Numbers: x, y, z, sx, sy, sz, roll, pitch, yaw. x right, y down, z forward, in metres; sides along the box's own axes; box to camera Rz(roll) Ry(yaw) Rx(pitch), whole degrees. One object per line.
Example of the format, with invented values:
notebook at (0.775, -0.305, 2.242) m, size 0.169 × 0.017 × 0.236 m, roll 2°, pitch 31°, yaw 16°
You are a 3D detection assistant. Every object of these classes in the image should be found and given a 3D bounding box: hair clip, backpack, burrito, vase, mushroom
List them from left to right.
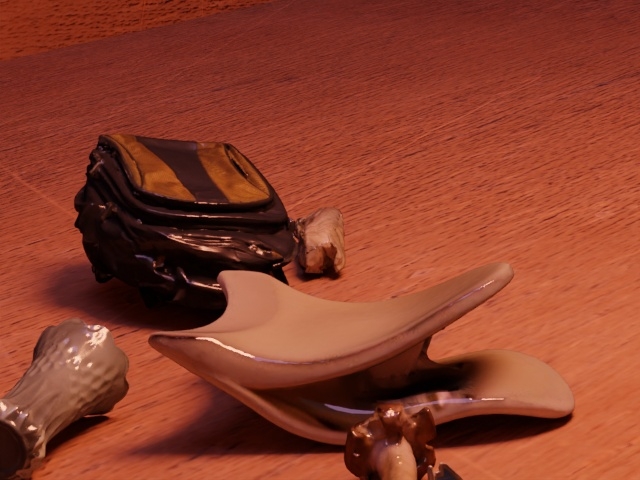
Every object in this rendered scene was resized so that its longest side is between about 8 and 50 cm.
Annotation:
vase at (-0.202, 0.120, 1.331) m, size 0.081 × 0.081 × 0.148 m, roll 0°, pitch 20°, yaw 18°
backpack at (-0.118, -0.005, 1.687) m, size 0.206 × 0.133 × 0.258 m, roll -1°, pitch 19°, yaw -21°
burrito at (0.000, 0.000, 1.770) m, size 0.055 × 0.041 × 0.149 m, roll -18°, pitch 14°, yaw 2°
hair clip at (0.039, 0.083, 1.348) m, size 0.282 × 0.113 × 0.172 m, roll -6°, pitch 13°, yaw 17°
mushroom at (0.037, 0.155, 1.153) m, size 0.060 × 0.061 × 0.187 m, roll 3°, pitch 20°, yaw 8°

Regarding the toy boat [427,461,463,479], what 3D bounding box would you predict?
toy boat at (0.067, 0.171, 0.972) m, size 0.091 × 0.110 × 0.175 m, roll 4°, pitch 16°, yaw 30°
